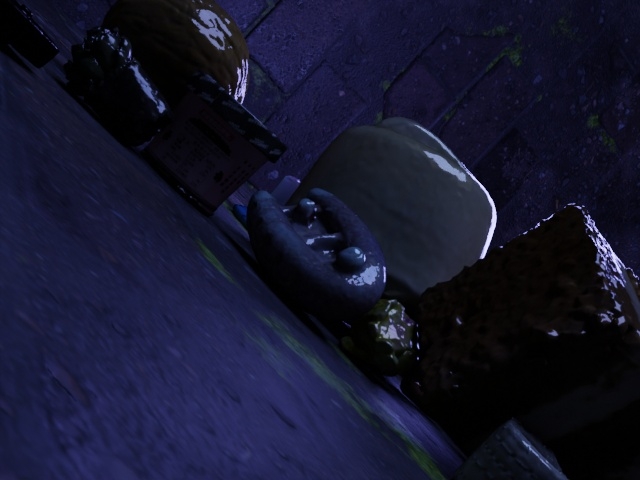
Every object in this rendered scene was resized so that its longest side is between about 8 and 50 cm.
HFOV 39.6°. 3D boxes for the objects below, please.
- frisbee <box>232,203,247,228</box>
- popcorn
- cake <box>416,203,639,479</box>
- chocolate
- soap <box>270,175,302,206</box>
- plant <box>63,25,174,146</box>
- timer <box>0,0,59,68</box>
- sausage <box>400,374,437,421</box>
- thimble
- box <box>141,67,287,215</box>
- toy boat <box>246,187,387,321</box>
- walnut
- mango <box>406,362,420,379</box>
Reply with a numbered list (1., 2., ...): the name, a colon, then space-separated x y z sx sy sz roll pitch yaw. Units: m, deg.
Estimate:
1. frisbee: -0.056 0.014 1.555 0.242 0.045 0.242 44 0 0
2. popcorn: 0.079 0.121 1.122 0.109 0.089 0.097 -42 113 -57
3. cake: 0.293 0.158 1.077 0.290 0.255 0.282 51 22 -21
4. chocolate: 0.118 -0.015 1.331 0.326 0.297 0.314 46 -13 -23
5. soap: 0.016 0.013 1.766 0.324 0.109 0.193 45 -9 -35
6. plant: -0.241 -0.183 1.057 0.143 0.092 0.094 52 8 0
7. timer: -0.344 -0.251 0.859 0.144 0.055 0.187 47 -2 21
8. sausage: 0.149 0.225 1.268 0.083 0.034 0.034 43 1 -7
9. thimble: 0.202 0.248 0.906 0.115 0.090 0.102 40 5 -47
10. box: -0.140 -0.119 1.132 0.151 0.135 0.151 42 0 0
11. toy boat: 0.000 0.000 1.083 0.155 0.085 0.227 -1 40 -27
12. walnut: -0.207 -0.247 1.250 0.228 0.228 0.228 44 1 -1
13. mango: 0.192 0.108 1.553 0.176 0.176 0.330 -116 -169 -54
